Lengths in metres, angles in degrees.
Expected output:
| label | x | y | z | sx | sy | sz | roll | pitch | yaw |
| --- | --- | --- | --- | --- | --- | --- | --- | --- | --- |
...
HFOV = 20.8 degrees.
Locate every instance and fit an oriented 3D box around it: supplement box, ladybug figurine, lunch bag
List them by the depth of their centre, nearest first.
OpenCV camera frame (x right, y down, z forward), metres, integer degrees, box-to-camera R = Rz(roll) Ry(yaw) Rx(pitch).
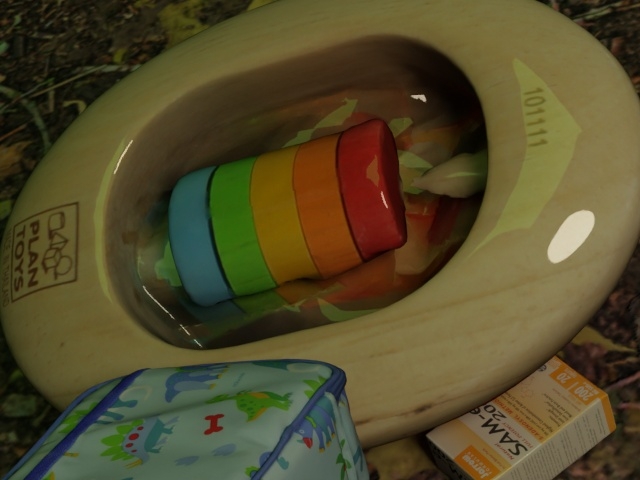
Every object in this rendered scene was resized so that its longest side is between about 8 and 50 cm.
| label | x | y | z | sx | sy | sz | roll | pitch | yaw |
| --- | --- | --- | --- | --- | --- | --- | --- | --- | --- |
| lunch bag | -0.084 | 0.141 | 0.915 | 0.176 | 0.090 | 0.219 | -6 | 20 | 25 |
| supplement box | 0.123 | 0.118 | 1.072 | 0.098 | 0.036 | 0.062 | -36 | 43 | -15 |
| ladybug figurine | 0.000 | 0.000 | 1.112 | 0.449 | 0.162 | 0.305 | -11 | 66 | 22 |
